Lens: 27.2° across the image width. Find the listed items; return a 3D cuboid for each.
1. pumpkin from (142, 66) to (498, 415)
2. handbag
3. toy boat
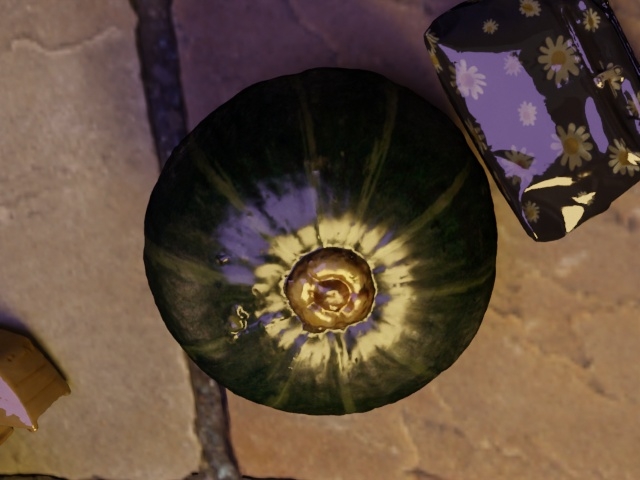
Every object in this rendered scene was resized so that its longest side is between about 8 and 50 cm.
[{"bbox_3d":[0.000,0.000,0.625,0.167,0.125,0.167,-1,124,-1],"label":"pumpkin"},{"bbox_3d":[0.128,-0.076,0.589,0.139,0.072,0.115,-27,93,20],"label":"handbag"},{"bbox_3d":[-0.244,0.079,0.772,0.201,0.057,0.077,13,116,15],"label":"toy boat"}]
